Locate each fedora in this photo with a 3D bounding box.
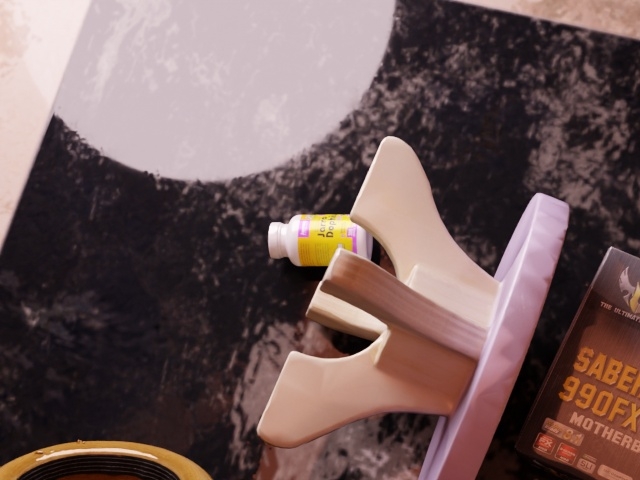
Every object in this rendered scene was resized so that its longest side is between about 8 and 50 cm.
[{"bbox_3d":[-0.177,0.226,1.416,0.194,0.194,0.079,4,111,12],"label":"fedora"}]

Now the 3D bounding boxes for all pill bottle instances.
[{"bbox_3d":[0.000,0.000,1.492,0.083,0.043,0.043,-1,72,10],"label":"pill bottle"}]

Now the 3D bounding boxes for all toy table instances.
[{"bbox_3d":[0.070,0.068,1.367,0.161,0.252,0.274,23,69,0],"label":"toy table"}]

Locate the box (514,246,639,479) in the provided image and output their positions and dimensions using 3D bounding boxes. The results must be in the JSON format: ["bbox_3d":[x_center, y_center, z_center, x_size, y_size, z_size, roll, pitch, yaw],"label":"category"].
[{"bbox_3d":[0.293,0.134,1.390,0.231,0.056,0.183,25,79,16],"label":"box"}]
